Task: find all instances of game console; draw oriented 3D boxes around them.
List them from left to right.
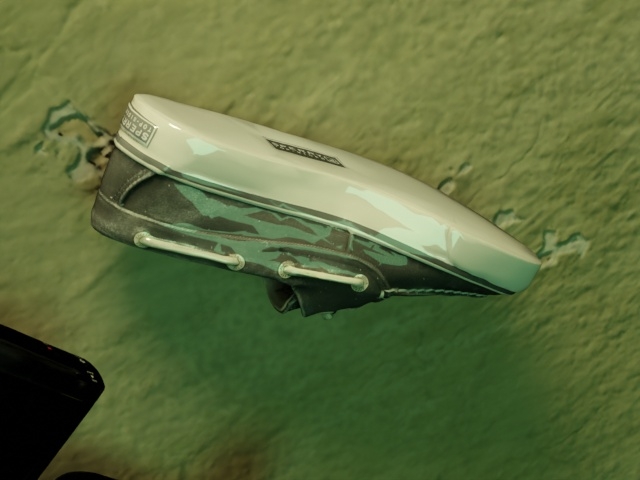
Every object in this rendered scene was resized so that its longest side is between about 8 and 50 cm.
[{"bbox_3d":[-0.168,0.180,1.037,0.361,0.044,0.213,28,104,-44],"label":"game console"}]

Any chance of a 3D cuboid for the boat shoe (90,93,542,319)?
[{"bbox_3d":[0.000,0.000,1.023,0.301,0.108,0.102,16,106,-29],"label":"boat shoe"}]
